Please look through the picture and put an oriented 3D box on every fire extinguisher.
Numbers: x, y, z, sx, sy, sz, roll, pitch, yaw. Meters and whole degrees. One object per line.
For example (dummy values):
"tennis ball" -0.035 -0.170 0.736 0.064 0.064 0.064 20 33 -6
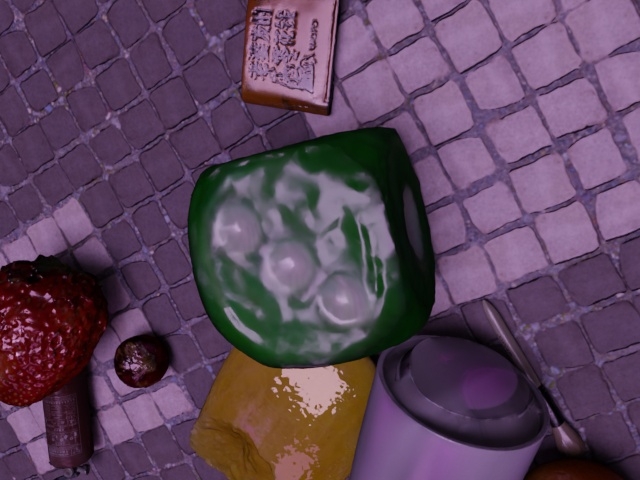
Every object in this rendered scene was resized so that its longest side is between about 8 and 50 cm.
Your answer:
"fire extinguisher" -0.542 0.395 1.312 0.104 0.105 0.269 4 104 19

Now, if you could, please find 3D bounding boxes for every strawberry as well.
"strawberry" -0.538 0.178 1.173 0.238 0.250 0.289 18 86 12

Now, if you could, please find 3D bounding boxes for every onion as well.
"onion" -0.354 0.237 1.214 0.107 0.097 0.107 -1 97 -10

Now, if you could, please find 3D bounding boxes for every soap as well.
"soap" -0.066 0.331 1.119 0.306 0.115 0.428 35 112 12

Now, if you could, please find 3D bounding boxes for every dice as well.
"dice" 0.000 0.000 0.920 0.299 0.287 0.298 -12 100 21

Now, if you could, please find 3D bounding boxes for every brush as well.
"brush" 0.343 0.223 0.995 0.042 0.039 0.299 -30 89 20

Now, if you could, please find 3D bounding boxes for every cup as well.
"cup" 0.176 0.352 0.952 0.253 0.253 0.372 18 114 14

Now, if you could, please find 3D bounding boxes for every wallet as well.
"wallet" -0.051 -0.311 0.993 0.160 0.042 0.196 12 107 16

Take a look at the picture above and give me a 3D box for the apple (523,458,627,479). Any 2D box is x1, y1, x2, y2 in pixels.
"apple" 0.404 0.449 0.928 0.234 0.173 0.211 19 94 -12
